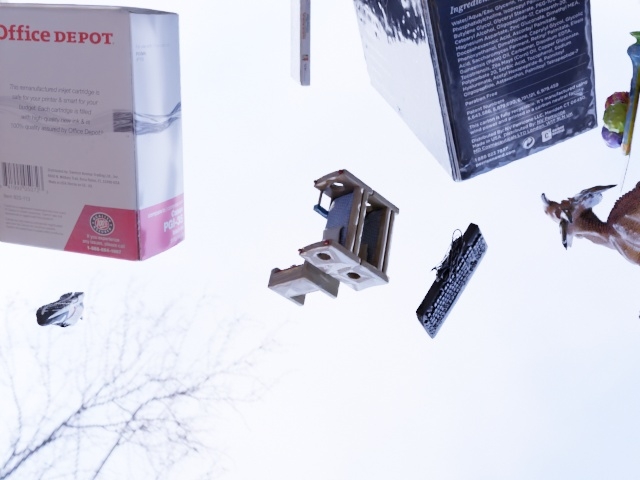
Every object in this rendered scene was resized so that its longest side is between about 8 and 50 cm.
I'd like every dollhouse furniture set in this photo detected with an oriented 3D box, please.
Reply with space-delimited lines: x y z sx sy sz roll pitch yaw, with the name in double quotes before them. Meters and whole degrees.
"dollhouse furniture set" 0.000 0.000 1.209 0.183 0.129 0.129 -18 -130 42

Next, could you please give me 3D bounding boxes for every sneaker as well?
"sneaker" -0.343 0.100 1.086 0.040 0.109 0.044 -1 -80 11

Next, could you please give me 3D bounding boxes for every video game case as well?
"video game case" -0.047 -0.462 1.832 0.026 0.207 0.227 -2 -164 -8

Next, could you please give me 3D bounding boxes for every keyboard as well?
"keyboard" 0.216 0.061 1.289 0.038 0.100 0.192 13 -118 44

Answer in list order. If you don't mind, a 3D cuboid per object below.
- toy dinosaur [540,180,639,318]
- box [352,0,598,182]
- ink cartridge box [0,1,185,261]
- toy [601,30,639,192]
"toy dinosaur" 0.421 -0.034 1.050 0.200 0.296 0.127 40 -130 -4
"box" 0.245 -0.449 1.477 0.297 0.472 0.480 -22 -143 -3
"ink cartridge box" -0.275 -0.133 0.964 0.207 0.283 0.117 7 -164 20
"toy" 0.472 -0.209 1.267 0.056 0.237 0.137 14 -152 18
